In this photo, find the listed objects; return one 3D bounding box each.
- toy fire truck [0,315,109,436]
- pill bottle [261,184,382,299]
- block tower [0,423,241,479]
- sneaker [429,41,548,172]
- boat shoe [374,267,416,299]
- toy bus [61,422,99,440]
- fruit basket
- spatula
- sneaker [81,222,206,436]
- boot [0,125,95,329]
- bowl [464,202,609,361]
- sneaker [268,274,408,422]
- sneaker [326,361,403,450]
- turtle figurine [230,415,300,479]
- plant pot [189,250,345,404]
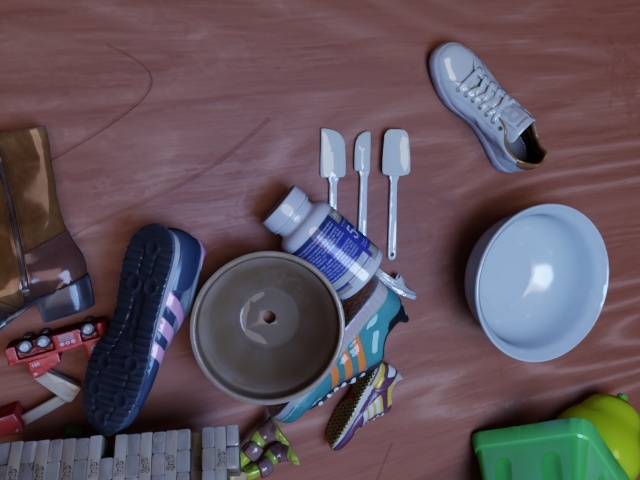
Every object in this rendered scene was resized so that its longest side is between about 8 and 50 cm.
[{"bbox_3d":[-0.406,0.202,0.792,0.192,0.047,0.135,-15,102,-18],"label":"toy fire truck"},{"bbox_3d":[0.000,0.000,0.869,0.187,0.112,0.112,41,83,-12],"label":"pill bottle"},{"bbox_3d":[-0.283,0.327,0.741,0.336,0.097,0.090,-3,58,-8],"label":"block tower"},{"bbox_3d":[0.317,-0.245,0.948,0.106,0.123,0.290,-47,108,-6],"label":"sneaker"},{"bbox_3d":[0.141,0.078,0.976,0.100,0.035,0.035,26,91,-14],"label":"boat shoe"},{"bbox_3d":[-0.347,0.395,0.808,0.191,0.104,0.202,39,83,-19],"label":"toy bus"},{"bbox_3d":[0.522,0.479,1.085,0.392,0.283,0.391,31,47,-40],"label":"fruit basket"},{"bbox_3d":[0.081,-0.078,0.942,0.169,0.019,0.241,-3,98,-20],"label":"spatula"},{"bbox_3d":[-0.251,0.138,0.796,0.112,0.131,0.318,21,91,23],"label":"sneaker"},{"bbox_3d":[-0.477,-0.002,0.715,0.264,0.096,0.280,-17,102,-16],"label":"boot"},{"bbox_3d":[0.388,0.071,1.008,0.298,0.134,0.297,-3,99,-19],"label":"bowl"},{"bbox_3d":[0.041,0.210,0.919,0.121,0.108,0.302,43,84,-20],"label":"sneaker"},{"bbox_3d":[0.085,0.313,0.969,0.084,0.069,0.185,32,88,-20],"label":"sneaker"},{"bbox_3d":[-0.145,0.412,0.892,0.218,0.087,0.269,-31,114,-18],"label":"turtle figurine"},{"bbox_3d":[-0.083,0.132,0.849,0.238,0.110,0.237,0,92,-3],"label":"plant pot"}]
